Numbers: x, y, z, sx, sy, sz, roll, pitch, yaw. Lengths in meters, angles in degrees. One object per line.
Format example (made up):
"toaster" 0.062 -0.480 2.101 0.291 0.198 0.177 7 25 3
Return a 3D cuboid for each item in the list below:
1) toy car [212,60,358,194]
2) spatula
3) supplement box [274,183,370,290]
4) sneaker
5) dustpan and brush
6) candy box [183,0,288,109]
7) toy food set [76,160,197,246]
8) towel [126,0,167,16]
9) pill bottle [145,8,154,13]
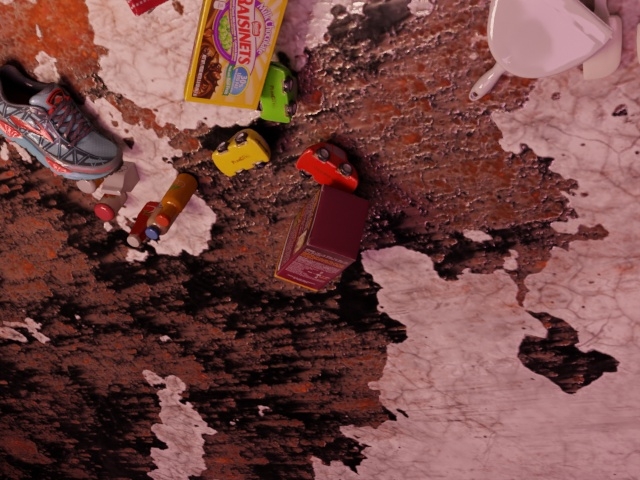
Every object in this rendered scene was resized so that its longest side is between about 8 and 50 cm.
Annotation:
"toy car" -0.055 -0.176 1.265 0.239 0.053 0.225 11 137 16
"spatula" 0.378 -0.290 0.957 0.168 0.019 0.242 4 131 24
"supplement box" 0.000 0.000 1.337 0.080 0.104 0.188 20 158 -12
"sneaker" -0.442 -0.195 1.402 0.262 0.104 0.125 28 137 -3
"dustpan and brush" 0.243 -0.236 1.058 0.147 0.060 0.211 41 132 -1
"candy box" -0.111 -0.266 1.121 0.105 0.027 0.206 3 134 -20
"toy food set" -0.330 -0.060 1.484 0.232 0.104 0.111 9 137 18
"towel" -0.196 -0.428 0.994 0.031 0.199 0.275 43 161 50
"pill bottle" -0.281 -0.394 1.098 0.208 0.119 0.119 36 138 -11
